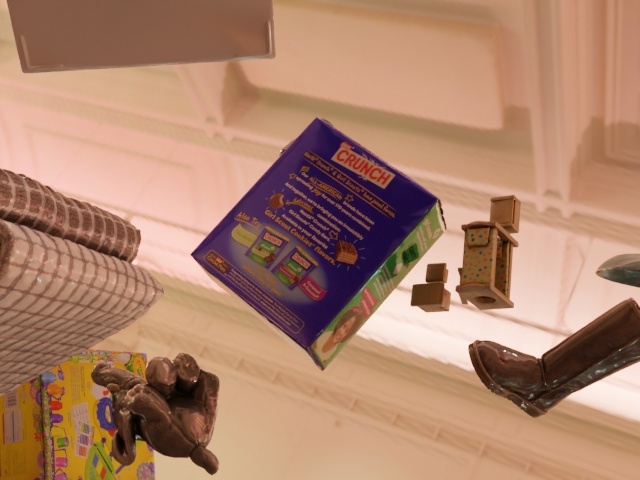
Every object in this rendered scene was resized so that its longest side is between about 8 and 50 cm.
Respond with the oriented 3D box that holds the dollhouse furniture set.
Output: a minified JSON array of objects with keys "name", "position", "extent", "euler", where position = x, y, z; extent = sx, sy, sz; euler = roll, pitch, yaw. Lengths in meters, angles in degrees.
[{"name":"dollhouse furniture set","position":[0.217,0.010,1.458],"extent":[0.161,0.181,0.101],"euler":[-7,-26,34]}]

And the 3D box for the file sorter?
[{"name":"file sorter","position":[-0.198,-0.317,1.031],"extent":[0.278,0.173,0.192],"euler":[-5,-56,-5]}]

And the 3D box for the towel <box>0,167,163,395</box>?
[{"name":"towel","position":[-0.300,0.057,0.727],"extent":[0.121,0.284,0.235],"euler":[62,9,15]}]

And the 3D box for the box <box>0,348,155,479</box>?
[{"name":"box","position":[-0.491,0.372,1.824],"extent":[0.177,0.289,0.279],"euler":[-18,-19,34]}]

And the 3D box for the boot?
[{"name":"boot","position":[0.323,0.141,1.206],"extent":[0.208,0.076,0.190],"euler":[-34,-48,30]}]

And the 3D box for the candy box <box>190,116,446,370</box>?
[{"name":"candy box","position":[0.000,0.000,1.494],"extent":[0.268,0.317,0.122],"euler":[37,-11,25]}]

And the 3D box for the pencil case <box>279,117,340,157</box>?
[{"name":"pencil case","position":[-0.026,-0.222,2.162],"extent":[0.064,0.152,0.070],"euler":[15,-43,50]}]

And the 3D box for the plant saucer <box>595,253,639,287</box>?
[{"name":"plant saucer","position":[0.744,0.072,1.942],"extent":[0.318,0.043,0.317],"euler":[10,-6,1]}]

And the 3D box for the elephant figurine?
[{"name":"elephant figurine","position":[-0.274,0.281,1.492],"extent":[0.169,0.186,0.239],"euler":[33,-40,-26]}]
